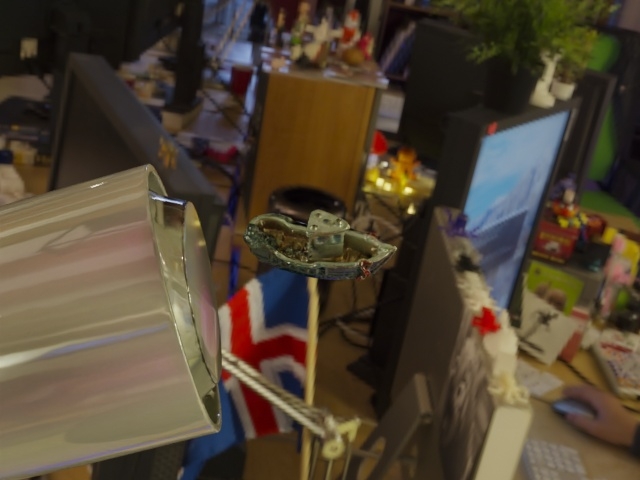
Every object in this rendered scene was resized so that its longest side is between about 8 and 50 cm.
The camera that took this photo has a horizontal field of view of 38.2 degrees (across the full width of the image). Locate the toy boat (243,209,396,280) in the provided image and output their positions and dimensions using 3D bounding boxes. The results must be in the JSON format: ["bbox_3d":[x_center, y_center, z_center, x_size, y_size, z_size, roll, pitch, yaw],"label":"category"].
[{"bbox_3d":[0.000,0.000,0.503,0.083,0.038,0.038,10,24,6],"label":"toy boat"}]

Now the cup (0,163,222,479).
[{"bbox_3d":[-0.275,0.095,0.843,0.371,0.253,0.253,-16,28,-3],"label":"cup"}]
